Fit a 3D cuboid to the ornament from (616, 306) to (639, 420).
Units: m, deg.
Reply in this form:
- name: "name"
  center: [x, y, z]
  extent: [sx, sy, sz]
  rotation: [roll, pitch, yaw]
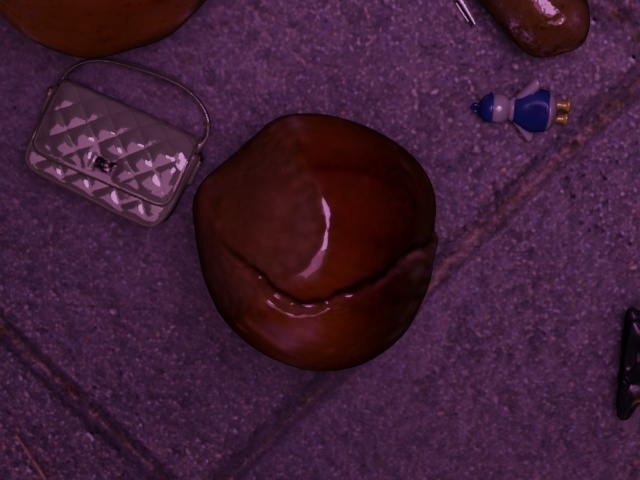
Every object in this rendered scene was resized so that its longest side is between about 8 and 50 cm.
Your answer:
- name: "ornament"
  center: [0.565, 0.183, 1.512]
  extent: [0.236, 0.080, 0.202]
  rotation: [2, 120, 8]

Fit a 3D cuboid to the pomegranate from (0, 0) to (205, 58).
- name: "pomegranate"
  center: [-0.311, -0.440, 1.316]
  extent: [0.411, 0.410, 0.409]
  rotation: [1, 101, 4]

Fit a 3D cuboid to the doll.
- name: "doll"
  center: [0.290, -0.190, 1.484]
  extent: [0.143, 0.057, 0.098]
  rotation: [2, 122, 5]

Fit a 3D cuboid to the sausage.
- name: "sausage"
  center: [0.185, -0.449, 1.402]
  extent: [0.501, 0.136, 0.123]
  rotation: [46, 137, -4]

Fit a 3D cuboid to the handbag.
- name: "handbag"
  center: [-0.296, -0.158, 1.522]
  extent: [0.256, 0.079, 0.219]
  rotation: [25, 98, -3]

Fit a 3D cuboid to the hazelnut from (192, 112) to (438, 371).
- name: "hazelnut"
  center: [0.000, 0.000, 1.422]
  extent: [0.373, 0.315, 0.372]
  rotation: [-8, 108, -25]

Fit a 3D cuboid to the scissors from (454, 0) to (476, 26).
- name: "scissors"
  center: [0.195, -0.363, 1.477]
  extent: [0.058, 0.014, 0.119]
  rotation: [-30, 94, 7]
